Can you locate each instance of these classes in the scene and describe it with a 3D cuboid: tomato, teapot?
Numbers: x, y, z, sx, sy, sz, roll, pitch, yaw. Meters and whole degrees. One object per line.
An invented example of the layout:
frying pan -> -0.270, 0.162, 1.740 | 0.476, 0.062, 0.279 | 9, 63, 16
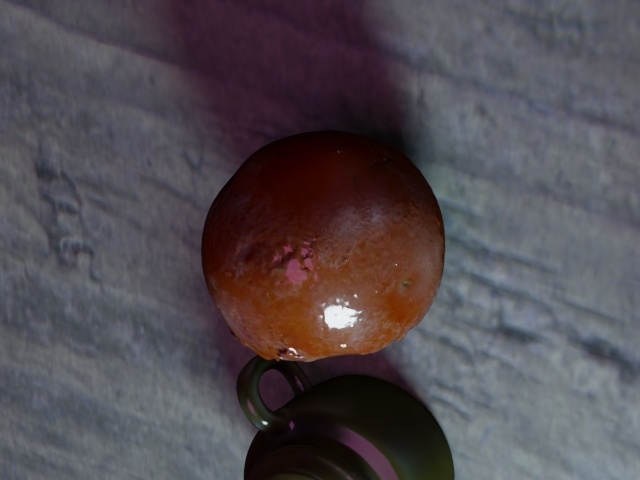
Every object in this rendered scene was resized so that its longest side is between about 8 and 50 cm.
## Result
tomato -> 0.000, 0.000, 1.214 | 0.208, 0.208, 0.184 | -1, 103, 29
teapot -> 0.004, 0.224, 1.314 | 0.186, 0.175, 0.267 | -32, 91, 31
